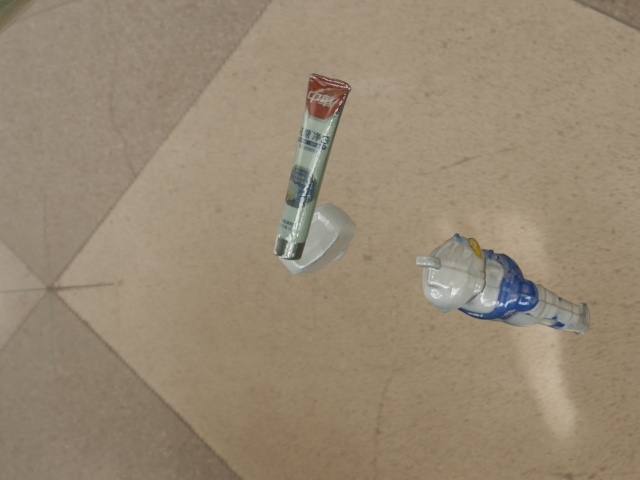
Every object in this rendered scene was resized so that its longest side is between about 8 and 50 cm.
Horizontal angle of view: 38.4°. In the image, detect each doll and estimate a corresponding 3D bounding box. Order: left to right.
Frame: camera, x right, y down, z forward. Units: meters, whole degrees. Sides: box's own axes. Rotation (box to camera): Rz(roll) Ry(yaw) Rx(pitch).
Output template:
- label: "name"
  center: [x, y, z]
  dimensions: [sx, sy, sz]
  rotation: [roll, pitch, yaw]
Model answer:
- label: "doll"
  center: [0.138, 0.037, 0.712]
  dimensions: [0.114, 0.227, 0.057]
  rotation: [16, 89, 34]

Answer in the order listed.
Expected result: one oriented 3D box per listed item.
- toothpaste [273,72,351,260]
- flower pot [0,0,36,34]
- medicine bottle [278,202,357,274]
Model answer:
- label: "toothpaste"
  center: [-0.015, -0.091, 1.171]
  dimensions: [0.062, 0.039, 0.239]
  rotation: [22, 105, 27]
- label: "flower pot"
  center: [-0.270, -0.291, 0.641]
  dimensions: [0.330, 0.294, 0.293]
  rotation: [-22, 78, 31]
- label: "medicine bottle"
  center: [0.000, 0.000, 1.449]
  dimensions: [0.119, 0.183, 0.069]
  rotation: [-45, 80, 7]
